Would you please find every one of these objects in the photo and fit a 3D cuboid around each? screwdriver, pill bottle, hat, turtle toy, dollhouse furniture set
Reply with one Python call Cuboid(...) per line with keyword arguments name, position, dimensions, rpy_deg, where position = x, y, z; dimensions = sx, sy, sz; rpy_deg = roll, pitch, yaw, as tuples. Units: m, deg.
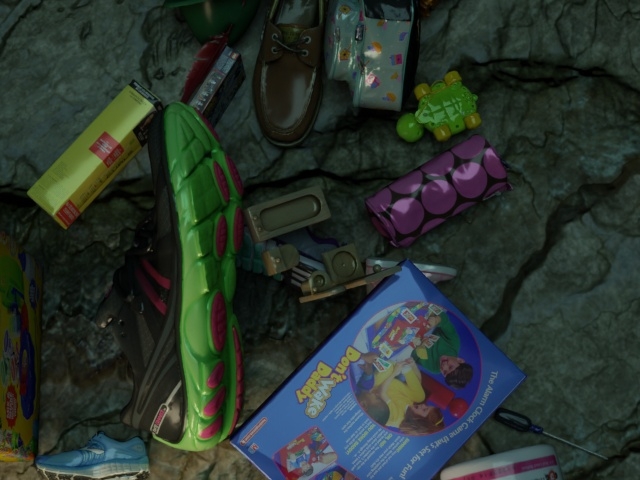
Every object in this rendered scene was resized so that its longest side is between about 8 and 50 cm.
Cuboid(name="screwdriver", position=(0.326, 0.272, 1.685), dimensions=(0.170, 0.024, 0.025), rpy_deg=(18, 106, 4))
Cuboid(name="pill bottle", position=(0.266, 0.423, 1.576), dimensions=(0.160, 0.160, 0.283), rpy_deg=(-13, 76, -2))
Cuboid(name="hat", position=(-0.138, -0.300, 1.829), dimensions=(0.209, 0.173, 0.183), rpy_deg=(-12, 110, 12))
Cuboid(name="turtle toy", position=(0.174, -0.188, 1.782), dimensions=(0.130, 0.066, 0.095), rpy_deg=(-23, 79, -3))
Cuboid(name="dollhouse furniture set", position=(0.000, 0.000, 1.620), dimensions=(0.144, 0.123, 0.151), rpy_deg=(-19, 90, -23))

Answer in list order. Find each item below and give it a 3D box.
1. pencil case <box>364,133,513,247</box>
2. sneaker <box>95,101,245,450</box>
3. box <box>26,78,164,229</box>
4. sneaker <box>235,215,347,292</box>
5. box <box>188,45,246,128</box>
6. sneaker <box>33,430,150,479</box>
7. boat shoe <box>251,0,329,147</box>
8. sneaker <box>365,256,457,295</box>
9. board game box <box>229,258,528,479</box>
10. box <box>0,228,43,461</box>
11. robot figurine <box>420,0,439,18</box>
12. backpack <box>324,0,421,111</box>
Cuboid(name="pencil case", position=(0.172, -0.068, 1.744), dimensions=(0.209, 0.095, 0.098), rpy_deg=(-30, 97, -4))
Cuboid(name="sneaker", position=(-0.217, 0.049, 1.642), dimensions=(0.202, 0.185, 0.482), rpy_deg=(1, 91, 18))
Cuboid(name="box", position=(-0.327, -0.127, 1.772), dimensions=(0.058, 0.087, 0.232), rpy_deg=(40, 79, 10))
Cuboid(name="sneaker", position=(-0.075, -0.003, 1.753), dimensions=(0.224, 0.083, 0.098), rpy_deg=(27, 49, 11))
Cuboid(name="box", position=(-0.160, -0.212, 1.784), dimensions=(0.027, 0.094, 0.137), rpy_deg=(29, 78, 8))
Cuboid(name="sneaker", position=(-0.321, 0.306, 1.684), dimensions=(0.162, 0.063, 0.073), rpy_deg=(-2, 60, -5))
Cuboid(name="boat shoe", position=(-0.047, -0.296, 1.796), dimensions=(0.111, 0.104, 0.307), rpy_deg=(4, 76, 3))
Cuboid(name="sneaker", position=(0.129, 0.064, 1.732), dimensions=(0.134, 0.051, 0.070), rpy_deg=(5, 93, -7))
Cuboid(name="board game box", position=(0.078, 0.230, 1.646), dimensions=(0.233, 0.078, 0.347), rpy_deg=(45, 83, 0))
Cuboid(name="box", position=(-0.495, 0.146, 1.608), dimensions=(0.177, 0.279, 0.289), rpy_deg=(-2, 76, 1))
Cuboid(name="robot figurine", position=(0.202, -0.494, 1.850), dimensions=(0.211, 0.085, 0.291), rpy_deg=(39, 80, 9))
Cuboid(name="backpack", position=(0.077, -0.284, 1.748), dimensions=(0.145, 0.166, 0.188), rpy_deg=(-3, 120, 1))
